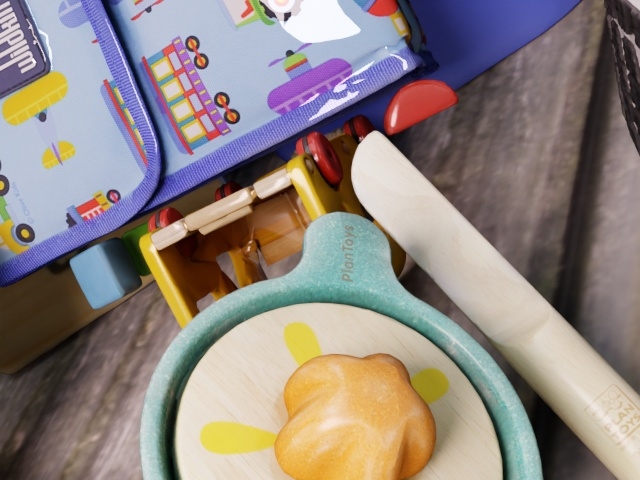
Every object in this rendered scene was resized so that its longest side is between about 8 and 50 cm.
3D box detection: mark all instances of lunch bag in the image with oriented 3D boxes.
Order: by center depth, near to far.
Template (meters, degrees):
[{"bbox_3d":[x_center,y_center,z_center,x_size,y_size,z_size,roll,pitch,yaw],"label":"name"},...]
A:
[{"bbox_3d":[-0.118,-0.124,0.602,0.293,0.221,0.138,-26,3,12],"label":"lunch bag"}]

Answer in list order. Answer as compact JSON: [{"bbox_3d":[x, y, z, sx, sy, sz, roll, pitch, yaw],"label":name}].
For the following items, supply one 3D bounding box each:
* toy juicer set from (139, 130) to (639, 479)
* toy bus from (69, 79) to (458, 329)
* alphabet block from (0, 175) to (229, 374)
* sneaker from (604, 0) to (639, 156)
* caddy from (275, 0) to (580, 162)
[{"bbox_3d":[0.039,0.090,0.368,0.209,0.089,0.329,31,50,7],"label":"toy juicer set"},{"bbox_3d":[-0.008,0.004,0.592,0.202,0.104,0.191,-28,4,-27],"label":"toy bus"},{"bbox_3d":[-0.195,-0.066,0.769,0.197,0.193,0.192,-33,30,0],"label":"alphabet block"},{"bbox_3d":[0.229,-0.060,0.498,0.121,0.111,0.300,-25,37,-7],"label":"sneaker"},{"bbox_3d":[0.029,-0.216,0.791,0.341,0.179,0.241,-34,31,-1],"label":"caddy"}]
